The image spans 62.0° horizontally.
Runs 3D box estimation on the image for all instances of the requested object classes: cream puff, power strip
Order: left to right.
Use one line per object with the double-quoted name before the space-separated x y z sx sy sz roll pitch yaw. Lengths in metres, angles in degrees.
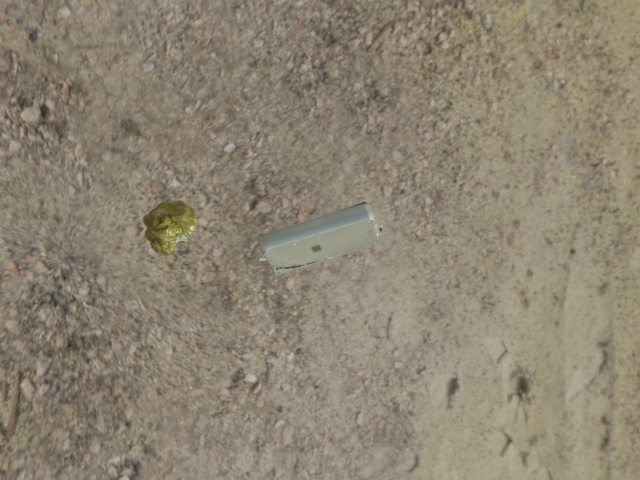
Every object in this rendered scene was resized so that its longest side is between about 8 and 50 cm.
"cream puff" -0.400 -0.037 1.399 0.156 0.156 0.121 -41 105 -21
"power strip" 0.000 0.000 0.812 0.192 0.081 0.035 -17 56 3
